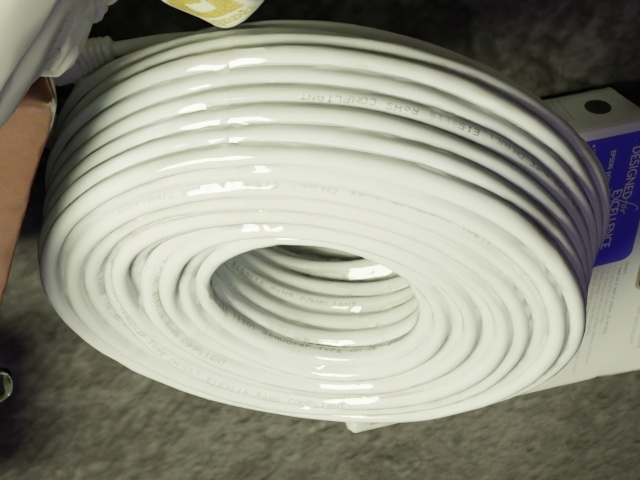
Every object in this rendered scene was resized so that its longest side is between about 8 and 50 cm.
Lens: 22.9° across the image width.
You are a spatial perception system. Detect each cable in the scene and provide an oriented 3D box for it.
[{"bbox_3d":[0.000,0.000,0.724,0.257,0.089,0.257,-9,145,27],"label":"cable"}]

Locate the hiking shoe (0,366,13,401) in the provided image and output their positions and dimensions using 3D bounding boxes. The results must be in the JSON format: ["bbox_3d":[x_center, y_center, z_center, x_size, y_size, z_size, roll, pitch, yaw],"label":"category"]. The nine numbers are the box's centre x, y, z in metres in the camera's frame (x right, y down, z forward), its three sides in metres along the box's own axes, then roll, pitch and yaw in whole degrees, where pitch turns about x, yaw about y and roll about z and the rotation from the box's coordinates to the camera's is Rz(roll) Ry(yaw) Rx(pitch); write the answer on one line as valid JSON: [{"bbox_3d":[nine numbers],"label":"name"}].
[{"bbox_3d":[-0.304,0.068,0.727,0.304,0.113,0.132,24,87,-34],"label":"hiking shoe"}]

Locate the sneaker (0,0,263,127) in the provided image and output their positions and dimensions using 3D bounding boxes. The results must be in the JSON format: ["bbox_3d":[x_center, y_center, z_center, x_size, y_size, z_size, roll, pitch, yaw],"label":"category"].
[{"bbox_3d":[-0.070,-0.104,0.559,0.169,0.108,0.292,47,58,-50],"label":"sneaker"}]

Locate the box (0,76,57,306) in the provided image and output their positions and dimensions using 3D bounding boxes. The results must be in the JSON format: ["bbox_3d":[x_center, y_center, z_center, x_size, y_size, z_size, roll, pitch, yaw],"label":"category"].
[{"bbox_3d":[-0.308,-0.027,0.587,0.381,0.143,0.191,2,130,-25],"label":"box"}]

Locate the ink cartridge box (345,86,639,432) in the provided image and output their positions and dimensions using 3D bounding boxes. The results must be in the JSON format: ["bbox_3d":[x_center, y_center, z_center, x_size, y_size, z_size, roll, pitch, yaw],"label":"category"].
[{"bbox_3d":[0.115,0.011,0.898,0.208,0.045,0.206,-10,135,-15],"label":"ink cartridge box"}]
